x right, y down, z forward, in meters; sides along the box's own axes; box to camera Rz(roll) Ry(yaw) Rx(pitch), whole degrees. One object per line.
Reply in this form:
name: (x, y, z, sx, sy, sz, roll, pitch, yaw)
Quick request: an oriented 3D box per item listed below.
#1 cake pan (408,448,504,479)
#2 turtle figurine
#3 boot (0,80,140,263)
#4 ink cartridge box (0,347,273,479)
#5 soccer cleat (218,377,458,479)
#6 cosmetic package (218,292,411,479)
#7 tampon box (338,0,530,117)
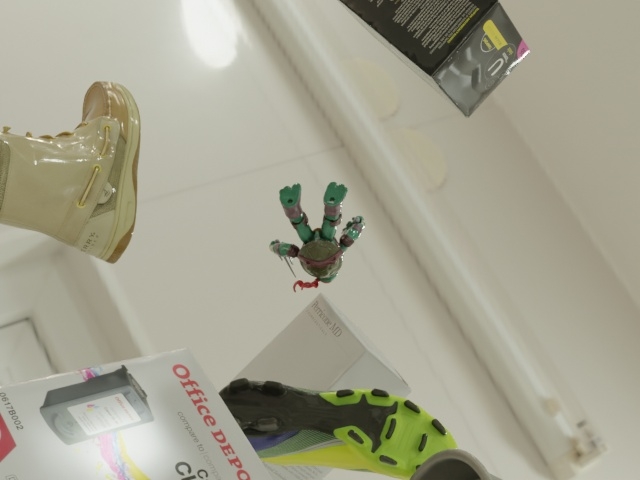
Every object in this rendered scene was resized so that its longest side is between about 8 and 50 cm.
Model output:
cake pan: (0.131, 0.357, 1.129, 0.293, 0.054, 0.293, -165, -90, -72)
turtle figurine: (0.000, 0.000, 1.994, 0.234, 0.175, 0.118, 81, -8, -49)
boot: (-0.317, -0.106, 1.308, 0.095, 0.203, 0.262, -46, -142, 42)
ink cartridge box: (-0.222, 0.245, 1.105, 0.226, 0.306, 0.131, 53, -46, 29)
soccer cleat: (0.016, 0.224, 1.317, 0.289, 0.093, 0.121, 10, -30, 6)
cosmetic package: (-0.051, 0.309, 2.028, 0.156, 0.385, 0.217, 42, 1, -36)
tampon box: (0.117, -0.229, 1.186, 0.101, 0.120, 0.161, -48, -119, 7)
